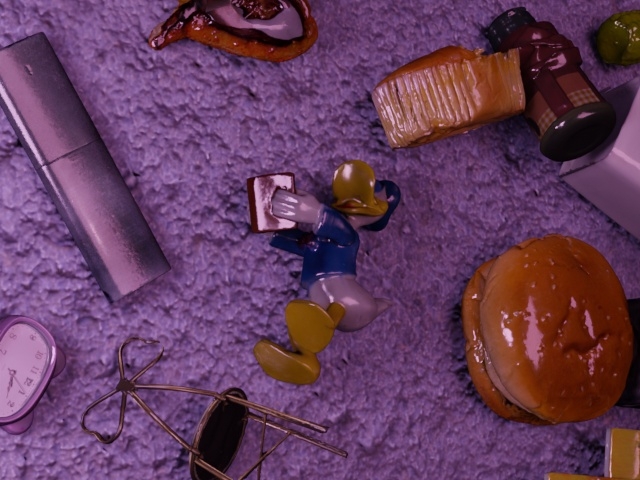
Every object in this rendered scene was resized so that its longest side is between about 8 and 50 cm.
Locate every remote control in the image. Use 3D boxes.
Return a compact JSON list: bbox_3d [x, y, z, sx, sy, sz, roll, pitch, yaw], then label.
[{"bbox_3d":[-0.339,-0.101,1.689,0.107,0.044,0.378,-32,98,-33],"label":"remote control"}]

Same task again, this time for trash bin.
[{"bbox_3d":[0.610,-0.085,2.088,0.367,0.256,0.296,31,73,-13],"label":"trash bin"}]

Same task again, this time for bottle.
[{"bbox_3d":[0.373,-0.267,2.015,0.143,0.156,0.271,-17,61,-18],"label":"bottle"}]

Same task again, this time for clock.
[{"bbox_3d":[-0.401,0.179,1.606,0.110,0.050,0.153,35,68,-19],"label":"clock"}]

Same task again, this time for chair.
[{"bbox_3d":[-0.142,0.269,1.686,0.325,0.170,0.160,19,72,22],"label":"chair"}]

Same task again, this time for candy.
[{"bbox_3d":[0.592,-0.375,2.201,0.209,0.096,0.097,-18,91,-32],"label":"candy"}]

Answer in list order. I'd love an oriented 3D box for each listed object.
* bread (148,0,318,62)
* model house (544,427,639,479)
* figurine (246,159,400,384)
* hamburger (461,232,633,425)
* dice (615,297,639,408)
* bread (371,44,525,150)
[{"bbox_3d":[-0.133,-0.337,1.818,0.268,0.095,0.139,1,79,-14],"label":"bread"},{"bbox_3d":[0.517,0.416,1.896,0.323,0.340,0.301,10,76,-22],"label":"model house"},{"bbox_3d":[0.000,0.000,1.814,0.283,0.204,0.338,48,51,-5],"label":"figurine"},{"bbox_3d":[0.370,0.141,1.958,0.289,0.170,0.314,-2,81,-35],"label":"hamburger"},{"bbox_3d":[0.582,0.193,2.051,0.183,0.182,0.182,8,80,-26],"label":"dice"},{"bbox_3d":[0.202,-0.230,1.922,0.250,0.179,0.133,-17,86,-30],"label":"bread"}]
